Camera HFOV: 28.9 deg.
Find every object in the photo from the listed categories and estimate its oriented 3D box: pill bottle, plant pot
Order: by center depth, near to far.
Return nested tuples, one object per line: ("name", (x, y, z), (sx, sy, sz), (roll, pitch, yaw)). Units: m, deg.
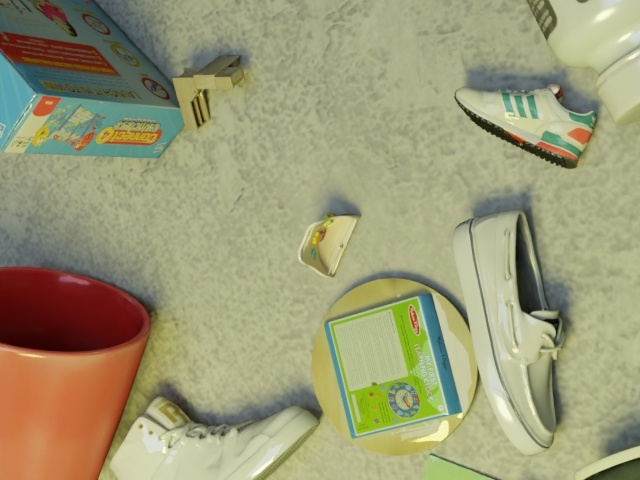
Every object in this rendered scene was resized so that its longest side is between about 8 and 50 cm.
("pill bottle", (0.287, -0.286, 1.258), (0.176, 0.176, 0.318), (-29, 79, 25))
("plant pot", (-0.365, 0.192, 1.576), (0.275, 0.275, 0.243), (20, 111, 25))

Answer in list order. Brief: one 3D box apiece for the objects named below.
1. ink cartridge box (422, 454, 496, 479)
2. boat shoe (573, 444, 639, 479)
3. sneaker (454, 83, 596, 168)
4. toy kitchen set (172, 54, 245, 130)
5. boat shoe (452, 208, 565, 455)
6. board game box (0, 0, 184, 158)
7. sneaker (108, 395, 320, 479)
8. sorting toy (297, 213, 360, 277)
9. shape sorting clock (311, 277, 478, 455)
("ink cartridge box", (0.200, 0.360, 1.391), (0.235, 0.056, 0.171), (17, 100, 24))
("boat shoe", (0.425, 0.238, 1.231), (0.340, 0.127, 0.113), (-17, 72, 17))
("sneaker", (0.228, -0.143, 1.368), (0.161, 0.057, 0.075), (30, 88, 24))
("toy kitchen set", (-0.125, -0.185, 1.551), (0.083, 0.068, 0.075), (3, 121, 27))
("boat shoe", (0.222, 0.097, 1.353), (0.088, 0.096, 0.267), (-20, 74, 31))
("board game box", (-0.350, -0.234, 1.512), (0.302, 0.308, 0.086), (47, 112, 19))
("sneaker", (-0.147, 0.251, 1.535), (0.292, 0.108, 0.169), (-41, 77, 23))
("sorting toy", (0.000, 0.000, 1.469), (0.045, 0.075, 0.083), (29, 104, 23))
("shape sorting clock", (0.086, 0.147, 1.449), (0.206, 0.040, 0.206), (-1, 87, 28))
